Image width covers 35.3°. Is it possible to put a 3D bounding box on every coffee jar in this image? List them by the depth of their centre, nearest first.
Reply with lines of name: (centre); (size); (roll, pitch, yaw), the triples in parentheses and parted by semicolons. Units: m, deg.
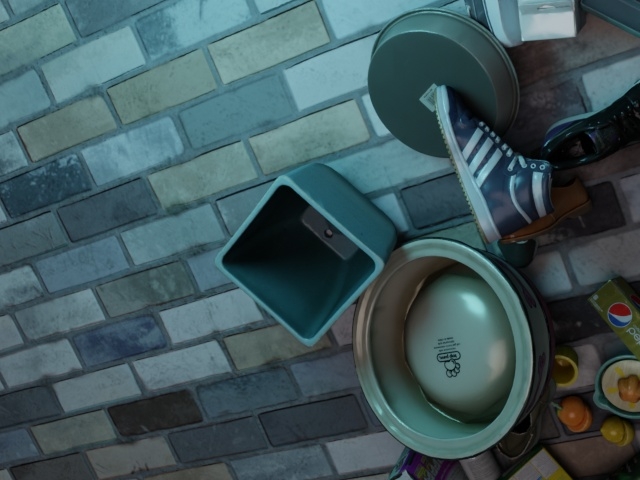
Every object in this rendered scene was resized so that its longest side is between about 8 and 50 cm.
coffee jar: (0.580, 0.495, 1.955); (0.184, 0.096, 0.079); (-41, 89, 12)

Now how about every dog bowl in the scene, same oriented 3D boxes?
dog bowl: (0.257, 0.194, 1.882); (0.408, 0.150, 0.408); (2, 93, 42)

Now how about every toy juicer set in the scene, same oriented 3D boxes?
toy juicer set: (0.592, 0.305, 1.901); (0.329, 0.089, 0.209); (-2, 110, 23)

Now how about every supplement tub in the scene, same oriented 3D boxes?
supplement tub: (0.331, 0.467, 2.089); (0.071, 0.071, 0.107); (-21, 102, 28)

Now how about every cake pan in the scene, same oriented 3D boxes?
cake pan: (0.207, -0.268, 1.791); (0.293, 0.054, 0.293); (20, 134, 22)

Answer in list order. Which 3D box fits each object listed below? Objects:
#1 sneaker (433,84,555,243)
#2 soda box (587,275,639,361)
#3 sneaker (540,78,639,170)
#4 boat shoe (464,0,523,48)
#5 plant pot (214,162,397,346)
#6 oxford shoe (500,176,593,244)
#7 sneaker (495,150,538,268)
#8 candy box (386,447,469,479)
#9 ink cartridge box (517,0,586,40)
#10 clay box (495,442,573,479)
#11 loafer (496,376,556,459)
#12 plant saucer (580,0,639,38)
sneaker: (0.301, -0.151, 1.708); (0.153, 0.099, 0.282); (-21, 87, 15)
soda box: (0.574, 0.154, 1.828); (0.061, 0.058, 0.181); (-49, 68, 30)
sneaker: (0.508, -0.187, 1.707); (0.283, 0.124, 0.107); (-28, 99, 29)
boat shoe: (0.269, -0.471, 1.704); (0.102, 0.108, 0.301); (3, 119, 46)
plant pot: (0.000, 0.000, 1.923); (0.248, 0.252, 0.247); (41, 120, 2)
oxford shoe: (0.390, -0.052, 1.783); (0.076, 0.212, 0.076); (-8, 108, 58)
sneaker: (0.339, -0.038, 1.835); (0.086, 0.132, 0.228); (-3, 110, 24)
candy box: (0.258, 0.530, 2.095); (0.233, 0.159, 0.071); (45, 123, 0)
ink cartridge box: (0.382, -0.386, 1.664); (0.092, 0.143, 0.090); (-1, 111, 23)
clay box: (0.473, 0.536, 2.040); (0.127, 0.053, 0.222); (-42, 93, 0)
loafer: (0.383, 0.347, 1.974); (0.094, 0.087, 0.251); (38, 140, 31)
plant saucer: (0.516, -0.364, 1.653); (0.192, 0.067, 0.018); (26, 150, 0)
